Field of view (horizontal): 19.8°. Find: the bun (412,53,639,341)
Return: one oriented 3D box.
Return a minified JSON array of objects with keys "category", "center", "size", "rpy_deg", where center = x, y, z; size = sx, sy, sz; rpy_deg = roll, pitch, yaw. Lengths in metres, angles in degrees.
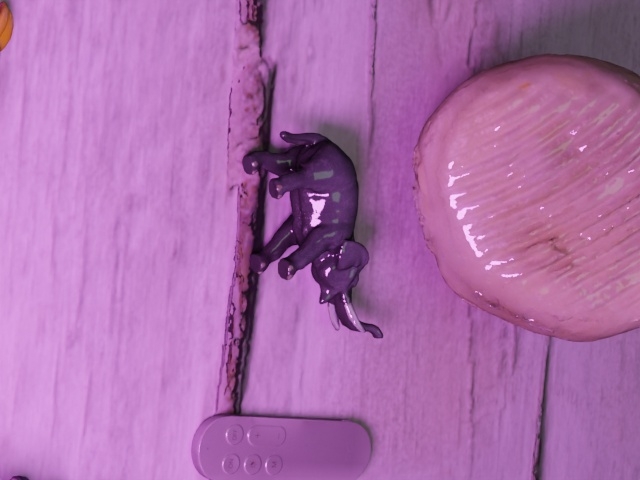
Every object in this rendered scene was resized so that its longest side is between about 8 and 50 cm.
[{"category":"bun","center":[0.281,-0.057,2.150],"size":[0.362,0.234,0.326],"rpy_deg":[32,101,-9]}]

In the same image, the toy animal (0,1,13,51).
[{"category":"toy animal","center":[-0.339,-0.160,1.784],"size":[0.070,0.083,0.159],"rpy_deg":[17,72,-10]}]

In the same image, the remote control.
[{"category":"remote control","center":[-0.042,0.237,2.079],"size":[0.245,0.022,0.077],"rpy_deg":[7,92,-38]}]

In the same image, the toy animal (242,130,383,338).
[{"category":"toy animal","center":[-0.007,0.005,2.041],"size":[0.137,0.082,0.269],"rpy_deg":[-22,108,-33]}]

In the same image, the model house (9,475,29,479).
[{"category":"model house","center":[-0.293,0.373,1.811],"size":[0.237,0.202,0.237],"rpy_deg":[49,33,8]}]
